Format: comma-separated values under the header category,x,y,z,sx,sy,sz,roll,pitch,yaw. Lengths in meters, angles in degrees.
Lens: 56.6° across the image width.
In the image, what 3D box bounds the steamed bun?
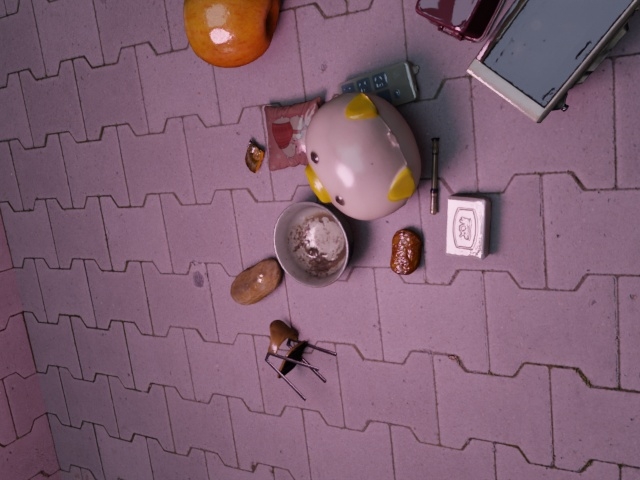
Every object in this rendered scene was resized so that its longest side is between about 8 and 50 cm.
category,x,y,z,sx,sy,sz,roll,pitch,yaw
steamed bun,0.122,-0.243,1.727,0.334,0.334,0.373,-29,97,33

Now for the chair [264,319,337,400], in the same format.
category,x,y,z,sx,sy,sz,roll,pitch,yaw
chair,-0.091,0.415,2.126,0.247,0.159,0.172,27,112,20

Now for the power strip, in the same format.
category,x,y,z,sx,sy,sz,roll,pitch,yaw
power strip,0.176,-0.452,1.798,0.271,0.046,0.117,-10,98,31

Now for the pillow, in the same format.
category,x,y,z,sx,sy,sz,roll,pitch,yaw
pillow,-0.083,-0.348,1.955,0.236,0.084,0.223,-4,100,29

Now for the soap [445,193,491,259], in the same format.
category,x,y,z,sx,sy,sz,roll,pitch,yaw
soap,0.435,-0.041,1.748,0.122,0.064,0.183,7,106,31

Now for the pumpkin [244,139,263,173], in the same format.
category,x,y,z,sx,sy,sz,roll,pitch,yaw
pumpkin,-0.231,-0.296,2.089,0.073,0.035,0.101,38,123,29

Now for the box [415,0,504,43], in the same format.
category,x,y,z,sx,sy,sz,roll,pitch,yaw
box,0.384,-0.677,1.543,0.193,0.167,0.293,32,117,17

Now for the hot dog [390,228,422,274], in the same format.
category,x,y,z,sx,sy,sz,roll,pitch,yaw
hot dog,0.265,0.035,1.868,0.099,0.065,0.147,5,95,30

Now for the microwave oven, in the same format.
category,x,y,z,sx,sy,sz,roll,pitch,yaw
microwave oven,0.569,-0.505,1.382,0.247,0.333,0.394,37,120,4

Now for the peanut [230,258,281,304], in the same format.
category,x,y,z,sx,sy,sz,roll,pitch,yaw
peanut,-0.229,0.150,2.157,0.224,0.129,0.129,-31,87,23

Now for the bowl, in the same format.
category,x,y,z,sx,sy,sz,roll,pitch,yaw
bowl,0.000,0.000,1.966,0.289,0.146,0.289,9,107,30

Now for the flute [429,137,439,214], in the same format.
category,x,y,z,sx,sy,sz,roll,pitch,yaw
flute,0.342,-0.191,1.783,0.027,0.027,0.232,7,107,29

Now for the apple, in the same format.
category,x,y,z,sx,sy,sz,roll,pitch,yaw
apple,-0.268,-0.695,1.852,0.275,0.299,0.298,4,106,15
